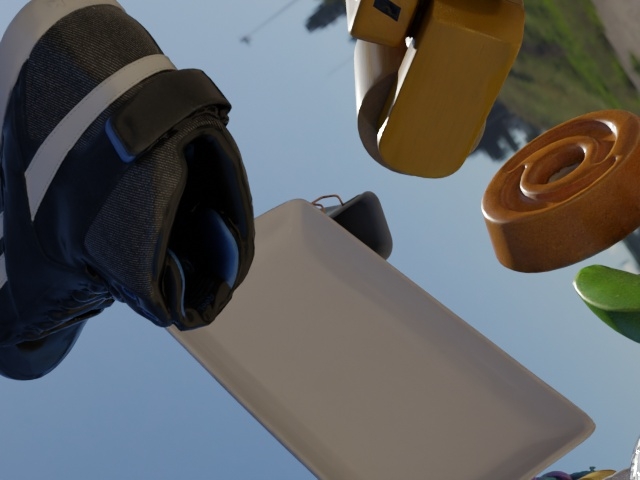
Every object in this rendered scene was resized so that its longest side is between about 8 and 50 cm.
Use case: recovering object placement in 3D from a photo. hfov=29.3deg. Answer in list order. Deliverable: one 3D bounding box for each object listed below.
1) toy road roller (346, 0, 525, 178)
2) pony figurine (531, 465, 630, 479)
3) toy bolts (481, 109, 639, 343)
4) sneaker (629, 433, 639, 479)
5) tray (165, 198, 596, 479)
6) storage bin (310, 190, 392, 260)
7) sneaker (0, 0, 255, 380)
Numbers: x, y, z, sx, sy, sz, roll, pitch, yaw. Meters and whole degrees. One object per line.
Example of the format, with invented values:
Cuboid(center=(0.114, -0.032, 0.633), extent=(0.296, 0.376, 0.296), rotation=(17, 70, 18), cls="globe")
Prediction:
Cuboid(center=(0.058, -0.238, 1.053), extent=(0.240, 0.330, 0.203), rotation=(13, -145, -9), cls="toy road roller")
Cuboid(center=(0.137, 0.349, 1.205), extent=(0.363, 0.351, 0.303), rotation=(0, -138, -42), cls="pony figurine")
Cuboid(center=(0.216, 0.002, 0.579), extent=(0.158, 0.228, 0.218), rotation=(54, 170, -21), cls="toy bolts")
Cuboid(center=(0.324, 0.251, 1.014), extent=(0.210, 0.137, 0.366), rotation=(66, -151, -57), cls="sneaker")
Cuboid(center=(0.016, 0.075, 0.732), extent=(0.270, 0.145, 0.030), rotation=(38, 145, 36), cls="tray")
Cuboid(center=(0.000, 0.000, 1.390), extent=(0.135, 0.091, 0.098), rotation=(-35, -68, -43), cls="storage bin")
Cuboid(center=(-0.094, 0.015, 0.512), extent=(0.079, 0.217, 0.121), rotation=(-27, -120, -39), cls="sneaker")
